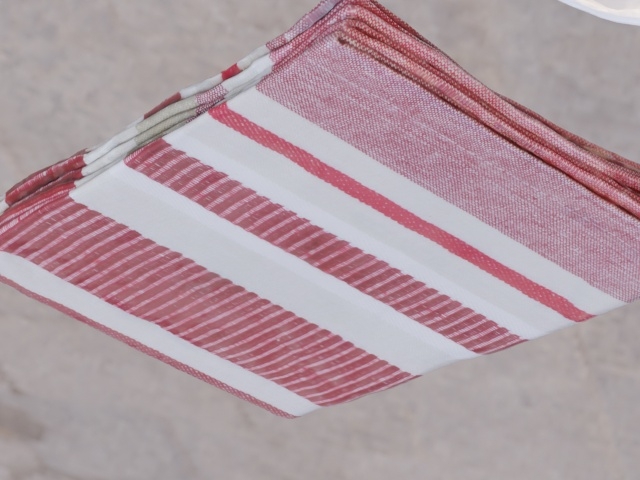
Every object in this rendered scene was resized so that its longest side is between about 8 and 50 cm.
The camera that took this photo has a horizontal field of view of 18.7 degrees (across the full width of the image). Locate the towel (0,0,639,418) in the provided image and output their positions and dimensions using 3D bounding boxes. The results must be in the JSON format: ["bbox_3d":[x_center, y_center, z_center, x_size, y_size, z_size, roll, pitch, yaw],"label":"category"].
[{"bbox_3d":[0.000,0.000,0.951,0.237,0.037,0.329,29,147,-29],"label":"towel"}]

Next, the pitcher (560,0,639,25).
[{"bbox_3d":[0.125,-0.192,0.614,0.125,0.207,0.178,20,130,-2],"label":"pitcher"}]
